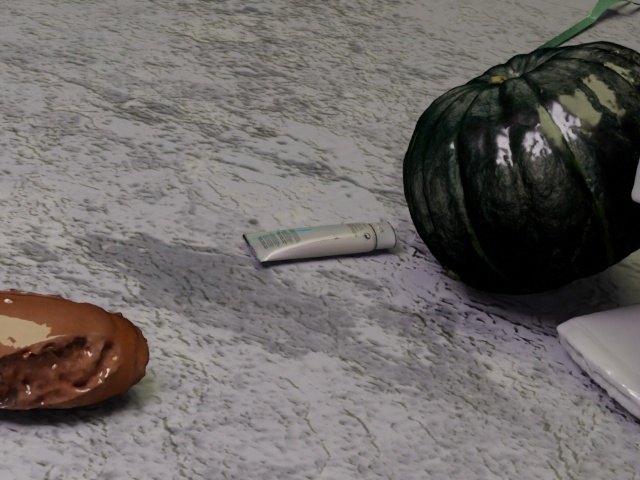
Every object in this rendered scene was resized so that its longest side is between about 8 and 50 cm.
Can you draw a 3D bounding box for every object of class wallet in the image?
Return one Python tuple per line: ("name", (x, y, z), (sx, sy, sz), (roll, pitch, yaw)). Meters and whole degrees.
("wallet", (0.265, 0.082, 1.281), (0.183, 0.032, 0.124), (-12, 39, -31))

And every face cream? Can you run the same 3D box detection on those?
("face cream", (0.000, 0.000, 1.350), (0.115, 0.020, 0.038), (-5, 34, -23))

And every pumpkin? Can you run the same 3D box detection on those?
("pumpkin", (0.166, -0.053, 1.317), (0.220, 0.162, 0.220), (-23, 15, 7))

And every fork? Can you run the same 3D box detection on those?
("fork", (0.265, -0.220, 1.813), (0.039, 0.021, 0.235), (22, 31, 26))

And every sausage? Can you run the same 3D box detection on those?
("sausage", (-0.266, 0.060, 1.107), (0.327, 0.079, 0.087), (5, 4, -8))

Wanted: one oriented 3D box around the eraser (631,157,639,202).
("eraser", (0.323, -0.027, 1.174), (0.124, 0.068, 0.210), (-10, 23, -43))
